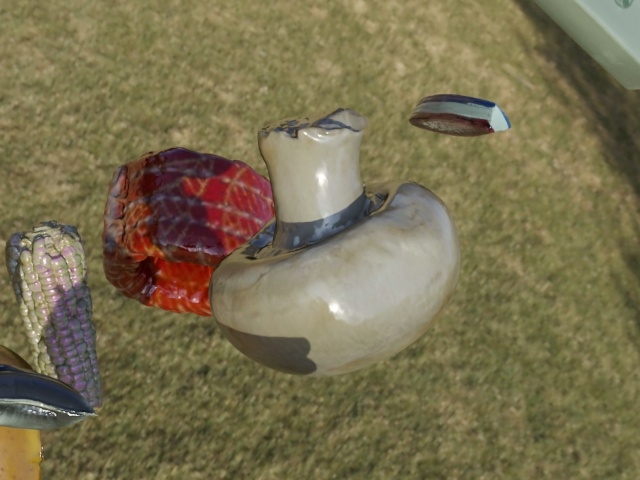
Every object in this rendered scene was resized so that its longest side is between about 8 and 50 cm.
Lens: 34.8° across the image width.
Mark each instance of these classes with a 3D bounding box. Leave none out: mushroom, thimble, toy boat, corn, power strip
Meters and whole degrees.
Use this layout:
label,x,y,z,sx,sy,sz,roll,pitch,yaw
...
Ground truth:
label,x,y,z,sx,sy,sz,roll,pitch,yaw
mushroom,0.000,0.000,1.169,0.297,0.297,0.290,-44,116,-58
thimble,-0.240,-0.007,1.929,0.350,0.350,0.231,17,61,-25
toy boat,0.210,-0.196,1.620,0.080,0.046,0.229,49,-16,-29
corn,-0.429,0.133,1.677,0.126,0.335,0.127,-6,15,2
power strip,0.275,-0.279,1.093,0.385,0.062,0.091,31,70,-35

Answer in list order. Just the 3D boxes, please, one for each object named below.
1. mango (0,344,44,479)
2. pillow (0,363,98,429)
label,x,y,z,sx,sy,sz,roll,pitch,yaw
mango,-0.398,0.254,1.124,0.190,0.160,0.291,-10,77,-13
pillow,-0.276,0.142,0.916,0.135,0.091,0.055,19,56,-35
